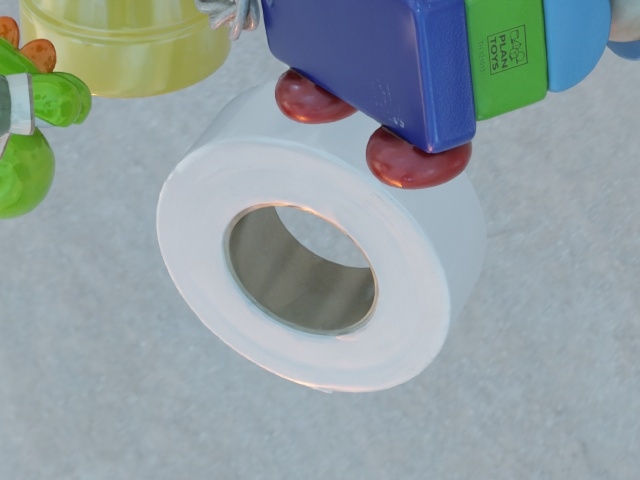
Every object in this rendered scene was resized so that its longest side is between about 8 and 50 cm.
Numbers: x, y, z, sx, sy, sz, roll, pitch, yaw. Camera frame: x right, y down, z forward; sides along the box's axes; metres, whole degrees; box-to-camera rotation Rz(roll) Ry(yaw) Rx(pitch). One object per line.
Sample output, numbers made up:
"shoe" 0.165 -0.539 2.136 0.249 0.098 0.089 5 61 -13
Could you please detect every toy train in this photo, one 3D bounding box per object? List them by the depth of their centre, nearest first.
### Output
"toy train" 0.038 -0.119 0.671 0.248 0.143 0.105 39 143 56

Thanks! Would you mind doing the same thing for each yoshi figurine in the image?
"yoshi figurine" -0.415 -0.114 1.549 0.362 0.204 0.203 8 135 12

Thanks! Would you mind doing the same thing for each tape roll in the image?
"tape roll" 0.000 0.000 1.350 0.286 0.100 0.286 15 133 17

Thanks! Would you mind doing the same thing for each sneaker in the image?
"sneaker" -0.282 -0.095 1.174 0.192 0.086 0.064 168 97 -65

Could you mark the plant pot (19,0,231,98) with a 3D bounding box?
"plant pot" -0.231 -0.332 1.786 0.254 0.254 0.239 19 130 21
